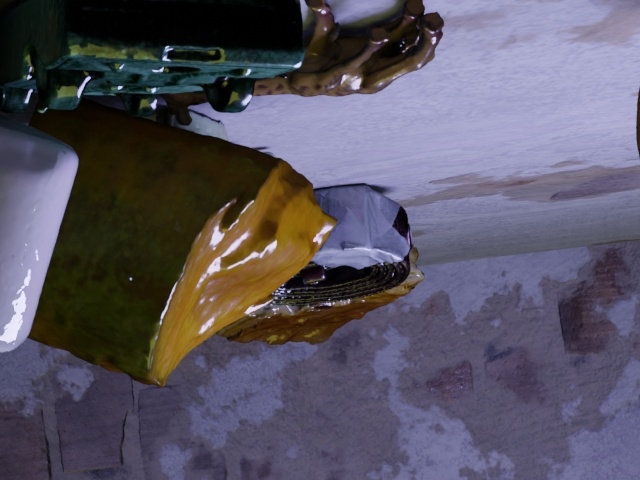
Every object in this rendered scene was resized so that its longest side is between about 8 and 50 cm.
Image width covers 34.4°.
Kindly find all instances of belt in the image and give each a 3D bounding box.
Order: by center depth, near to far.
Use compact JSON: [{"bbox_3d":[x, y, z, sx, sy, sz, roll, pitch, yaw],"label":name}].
[{"bbox_3d":[0.000,0.000,1.650,0.289,0.164,0.184,-7,147,11],"label":"belt"}]

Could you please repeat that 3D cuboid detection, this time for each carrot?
[{"bbox_3d":[-0.168,0.005,0.957,0.341,0.241,0.241,19,171,-2],"label":"carrot"}]

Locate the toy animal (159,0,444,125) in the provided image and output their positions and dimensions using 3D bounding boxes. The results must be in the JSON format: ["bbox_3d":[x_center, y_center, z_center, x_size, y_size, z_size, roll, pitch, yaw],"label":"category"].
[{"bbox_3d":[-0.017,-0.148,0.880,0.149,0.054,0.276,4,168,-44],"label":"toy animal"}]

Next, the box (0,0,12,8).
[{"bbox_3d":[-0.231,-0.164,0.608,0.106,0.037,0.105,-6,172,-1],"label":"box"}]

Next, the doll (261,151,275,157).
[{"bbox_3d":[-0.135,-0.083,1.267,0.135,0.071,0.113,-4,-167,32],"label":"doll"}]

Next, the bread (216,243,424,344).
[{"bbox_3d":[-0.022,0.068,2.021,0.314,0.191,0.370,6,154,-37],"label":"bread"}]

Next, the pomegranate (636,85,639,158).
[{"bbox_3d":[0.396,-0.105,0.817,0.281,0.281,0.281,-7,173,-1],"label":"pomegranate"}]

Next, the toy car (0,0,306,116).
[{"bbox_3d":[-0.131,-0.130,0.670,0.141,0.097,0.321,-3,-173,-26],"label":"toy car"}]

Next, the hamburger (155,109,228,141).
[{"bbox_3d":[-0.137,-0.089,1.092,0.054,0.084,0.121,-7,171,13],"label":"hamburger"}]

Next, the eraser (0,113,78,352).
[{"bbox_3d":[-0.332,-0.049,0.734,0.331,0.149,0.331,16,180,0],"label":"eraser"}]

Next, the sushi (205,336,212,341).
[{"bbox_3d":[-0.321,0.061,1.650,0.234,0.207,0.348,2,173,34],"label":"sushi"}]
